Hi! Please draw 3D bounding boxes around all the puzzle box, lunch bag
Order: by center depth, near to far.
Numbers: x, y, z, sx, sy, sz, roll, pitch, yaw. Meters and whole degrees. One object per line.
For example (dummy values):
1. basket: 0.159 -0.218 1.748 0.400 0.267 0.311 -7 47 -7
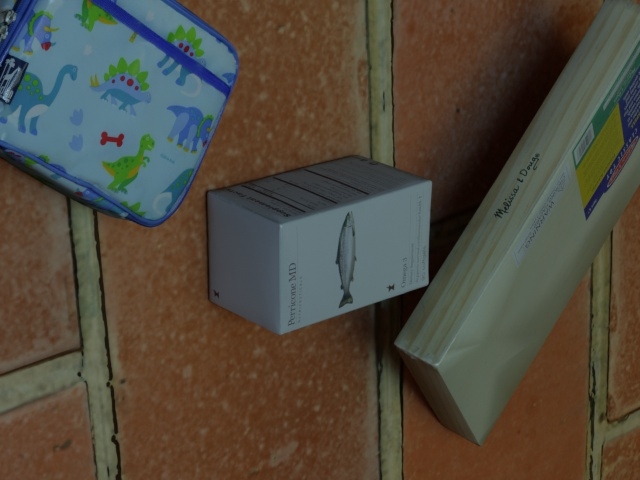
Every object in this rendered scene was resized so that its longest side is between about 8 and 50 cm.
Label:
1. lunch bag: -0.172 -0.124 1.177 0.219 0.090 0.176 35 77 -45
2. puzzle box: 0.222 -0.011 1.544 0.409 0.052 0.272 -57 155 -13

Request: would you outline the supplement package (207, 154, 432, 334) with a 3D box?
1. supplement package: 0.000 0.000 1.366 0.179 0.105 0.105 -17 118 -38
